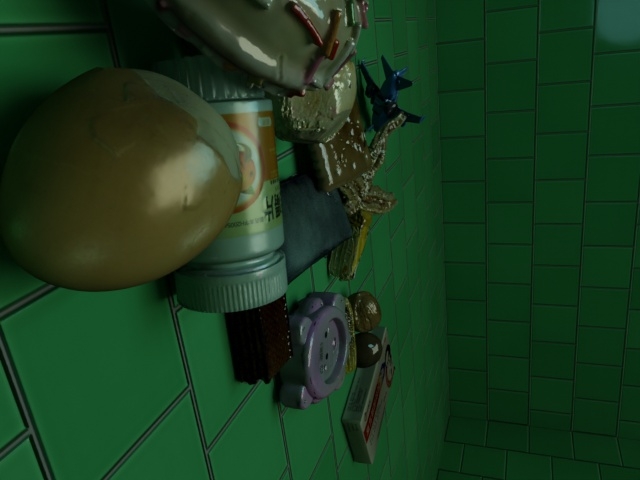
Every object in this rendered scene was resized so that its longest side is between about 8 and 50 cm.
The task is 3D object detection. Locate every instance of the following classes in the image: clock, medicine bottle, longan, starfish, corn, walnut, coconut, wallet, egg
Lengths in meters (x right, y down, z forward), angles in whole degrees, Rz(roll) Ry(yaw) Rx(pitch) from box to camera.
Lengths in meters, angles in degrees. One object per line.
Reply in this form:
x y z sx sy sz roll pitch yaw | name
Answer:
-0.013 0.233 1.162 0.248 0.090 0.227 -11 101 -67 | clock
-0.133 -0.079 0.727 0.158 0.158 0.317 -36 124 -65 | medicine bottle
0.111 0.303 1.487 0.119 0.106 0.106 -21 119 -21 | longan
0.131 -0.185 1.478 0.432 0.083 0.323 -26 129 -52 | starfish
0.055 0.239 1.370 0.072 0.072 0.202 -33 121 -66 | corn
0.112 0.192 1.471 0.105 0.105 0.124 -63 141 -49 | walnut
-0.024 -0.270 0.971 0.194 0.195 0.194 1 90 -69 | coconut
-0.030 -0.043 1.114 0.379 0.046 0.190 -35 109 -63 | wallet
-0.189 -0.055 0.528 0.244 0.201 0.201 -54 142 -38 | egg

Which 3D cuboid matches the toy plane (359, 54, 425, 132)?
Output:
0.189 -0.398 1.577 0.105 0.254 0.271 -34 162 -27 | toy plane

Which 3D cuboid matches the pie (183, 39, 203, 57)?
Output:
-0.142 -0.345 0.836 0.240 0.054 0.240 0 90 -68 | pie

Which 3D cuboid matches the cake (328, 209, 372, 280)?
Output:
0.076 0.003 1.376 0.116 0.080 0.184 -36 134 -68 | cake

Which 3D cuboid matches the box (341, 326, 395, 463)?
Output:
0.154 0.460 1.653 0.353 0.069 0.214 -67 151 -47 | box

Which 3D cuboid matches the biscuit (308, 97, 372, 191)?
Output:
0.026 -0.281 1.180 0.217 0.044 0.324 -34 114 -51 | biscuit

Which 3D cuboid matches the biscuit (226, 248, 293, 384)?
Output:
-0.108 0.121 0.928 0.106 0.070 0.251 -41 129 -62 | biscuit

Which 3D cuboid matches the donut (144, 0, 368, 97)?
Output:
-0.086 -0.349 0.636 0.383 0.142 0.382 35 37 -32 | donut

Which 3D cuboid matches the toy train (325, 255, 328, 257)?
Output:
0.000 0.000 1.248 0.103 0.044 0.064 -55 135 -57 | toy train
